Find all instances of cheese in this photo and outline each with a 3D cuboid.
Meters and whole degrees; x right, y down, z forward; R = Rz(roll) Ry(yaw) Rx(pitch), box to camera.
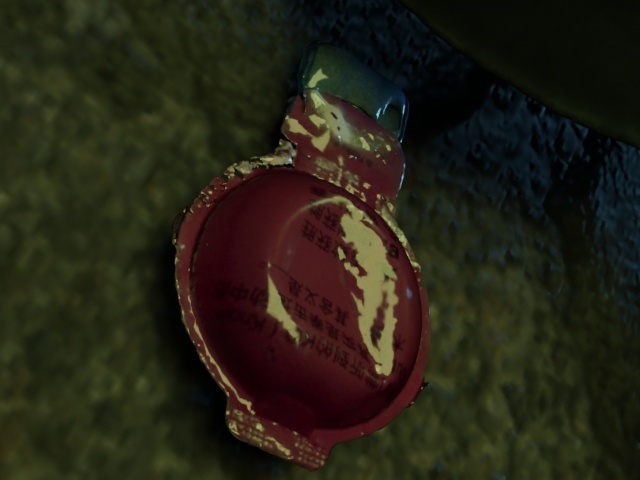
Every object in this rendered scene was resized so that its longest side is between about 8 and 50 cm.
[{"bbox_3d":[0.000,0.000,0.386,0.095,0.038,0.145,28,56,-23],"label":"cheese"}]

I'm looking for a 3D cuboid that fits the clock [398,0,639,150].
[{"bbox_3d":[0.142,-0.167,0.438,0.325,0.067,0.325,8,56,-12],"label":"clock"}]
